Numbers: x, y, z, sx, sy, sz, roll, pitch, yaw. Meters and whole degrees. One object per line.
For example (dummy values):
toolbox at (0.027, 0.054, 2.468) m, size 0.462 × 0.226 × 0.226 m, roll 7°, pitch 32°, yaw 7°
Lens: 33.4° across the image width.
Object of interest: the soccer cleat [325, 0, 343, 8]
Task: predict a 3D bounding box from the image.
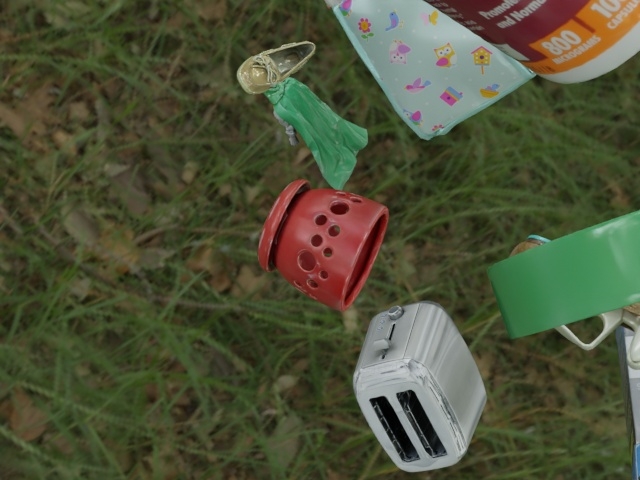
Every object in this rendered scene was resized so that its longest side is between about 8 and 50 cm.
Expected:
soccer cleat at (0.082, -0.435, 1.970) m, size 0.196 × 0.076 × 0.068 m, roll 33°, pitch 59°, yaw 24°

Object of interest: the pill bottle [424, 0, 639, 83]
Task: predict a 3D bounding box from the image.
pill bottle at (0.102, -0.308, 0.832) m, size 0.392 × 0.224 × 0.224 m, roll 27°, pitch 55°, yaw -23°

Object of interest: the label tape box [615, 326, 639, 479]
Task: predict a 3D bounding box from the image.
label tape box at (0.562, 0.274, 1.781) m, size 0.240 × 0.106 × 0.333 m, roll 60°, pitch 28°, yaw -62°

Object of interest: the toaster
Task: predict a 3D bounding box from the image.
toaster at (0.134, 0.204, 1.420) m, size 0.227 × 0.129 × 0.146 m, roll 63°, pitch 31°, yaw -21°

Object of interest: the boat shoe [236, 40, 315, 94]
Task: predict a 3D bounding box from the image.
boat shoe at (-0.065, -0.261, 1.585) m, size 0.153 × 0.048 × 0.056 m, roll -31°, pitch 92°, yaw -47°

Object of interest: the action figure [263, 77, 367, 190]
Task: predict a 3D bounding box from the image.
action figure at (-0.020, -0.198, 1.798) m, size 0.232 × 0.064 × 0.137 m, roll 42°, pitch 56°, yaw -37°

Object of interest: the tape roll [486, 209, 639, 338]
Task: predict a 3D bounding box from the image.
tape roll at (0.324, 0.012, 1.028) m, size 0.321 × 0.321 × 0.077 m, roll -12°, pitch 80°, yaw -37°

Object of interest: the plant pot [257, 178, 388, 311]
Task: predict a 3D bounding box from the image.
plant pot at (0.000, 0.000, 1.766) m, size 0.174 × 0.191 × 0.191 m, roll 23°, pitch 52°, yaw 9°

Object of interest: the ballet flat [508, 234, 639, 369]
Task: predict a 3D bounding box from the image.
ballet flat at (0.410, 0.103, 1.471) m, size 0.343 × 0.116 × 0.124 m, roll 22°, pitch 74°, yaw 21°

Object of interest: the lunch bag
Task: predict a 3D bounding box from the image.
lunch bag at (0.187, -0.312, 1.660) m, size 0.262 × 0.223 × 0.160 m, roll 59°, pitch 29°, yaw -4°
